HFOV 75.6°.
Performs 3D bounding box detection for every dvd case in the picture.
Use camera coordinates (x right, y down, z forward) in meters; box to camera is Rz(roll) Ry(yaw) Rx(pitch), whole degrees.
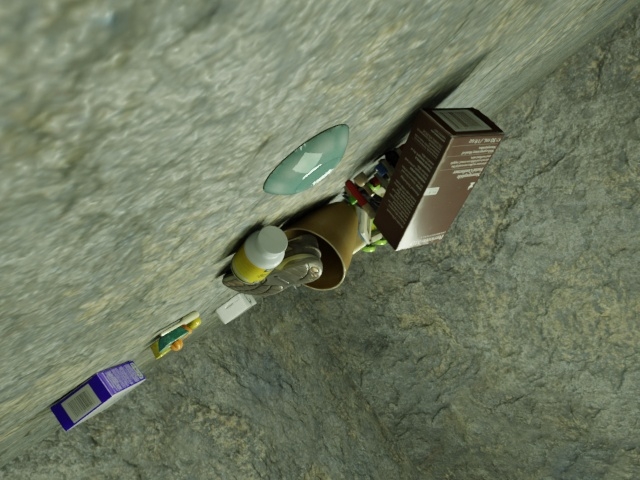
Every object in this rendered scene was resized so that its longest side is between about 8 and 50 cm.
[{"bbox_3d":[0.200,-0.119,1.448,0.164,0.221,0.018,-30,151,-55],"label":"dvd case"}]

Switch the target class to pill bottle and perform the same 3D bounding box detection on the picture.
[{"bbox_3d":[-0.153,0.036,1.045,0.103,0.103,0.184,-33,175,-37],"label":"pill bottle"}]

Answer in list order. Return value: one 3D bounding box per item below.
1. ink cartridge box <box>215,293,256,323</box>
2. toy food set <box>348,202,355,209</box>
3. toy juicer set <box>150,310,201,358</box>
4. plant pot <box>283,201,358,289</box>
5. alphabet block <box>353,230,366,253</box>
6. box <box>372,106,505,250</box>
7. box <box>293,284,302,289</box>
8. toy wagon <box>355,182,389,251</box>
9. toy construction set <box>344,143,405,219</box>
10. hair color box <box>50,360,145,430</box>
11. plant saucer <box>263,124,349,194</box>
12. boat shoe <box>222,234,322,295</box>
[{"bbox_3d":[-0.455,0.360,2.236,0.160,0.092,0.219,-37,176,1],"label":"ink cartridge box"},{"bbox_3d":[0.164,-0.161,1.763,0.128,0.071,0.218,-11,-174,28],"label":"toy food set"},{"bbox_3d":[-0.556,0.377,1.651,0.209,0.089,0.329,-33,174,-36],"label":"toy juicer set"},{"bbox_3d":[0.018,-0.011,1.331,0.237,0.237,0.254,-40,-171,45],"label":"plant pot"},{"bbox_3d":[0.030,0.006,1.589,0.197,0.193,0.192,-35,174,-14],"label":"alphabet block"},{"bbox_3d":[0.304,-0.159,1.128,0.191,0.143,0.381,-11,140,-27],"label":"box"},{"bbox_3d":[-0.077,0.136,2.346,0.247,0.163,0.142,-32,170,-47],"label":"box"},{"bbox_3d":[0.240,-0.112,1.694,0.068,0.267,0.344,12,-162,28],"label":"toy wagon"},{"bbox_3d":[0.251,-0.151,1.329,0.309,0.237,0.257,-33,175,-26],"label":"toy construction set"},{"bbox_3d":[-0.812,0.565,1.541,0.185,0.110,0.339,-37,174,-10],"label":"hair color box"},{"bbox_3d":[-0.015,-0.133,0.758,0.195,0.037,0.195,-35,176,-3],"label":"plant saucer"},{"bbox_3d":[-0.141,0.074,1.227,0.355,0.132,0.130,-15,-128,29],"label":"boat shoe"}]
